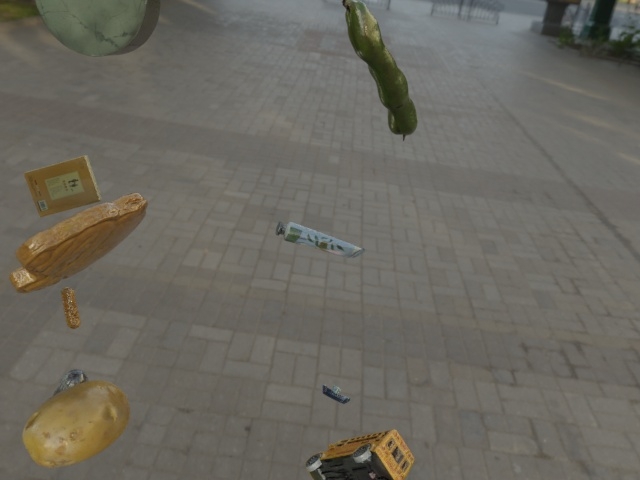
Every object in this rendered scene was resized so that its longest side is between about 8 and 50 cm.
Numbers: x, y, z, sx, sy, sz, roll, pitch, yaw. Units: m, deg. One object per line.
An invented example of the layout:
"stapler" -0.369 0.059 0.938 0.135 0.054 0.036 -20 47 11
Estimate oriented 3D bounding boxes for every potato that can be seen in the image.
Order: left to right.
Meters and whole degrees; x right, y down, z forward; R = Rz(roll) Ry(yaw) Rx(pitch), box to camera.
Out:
"potato" -0.493 0.373 1.173 0.150 0.146 0.234 59 29 -1

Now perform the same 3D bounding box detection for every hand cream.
"hand cream" 0.000 0.000 1.586 0.255 0.088 0.055 16 64 -16

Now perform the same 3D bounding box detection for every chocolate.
"chocolate" -0.666 0.402 1.502 0.072 0.167 0.072 27 33 -19

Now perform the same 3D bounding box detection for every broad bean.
"broad bean" 0.090 -0.227 0.789 0.052 0.256 0.053 -42 49 -1

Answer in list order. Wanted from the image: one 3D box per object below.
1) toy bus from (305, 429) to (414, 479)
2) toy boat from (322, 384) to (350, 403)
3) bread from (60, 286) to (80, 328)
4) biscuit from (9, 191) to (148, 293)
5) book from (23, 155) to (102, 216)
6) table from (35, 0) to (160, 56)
"toy bus" 0.052 0.322 0.812 0.074 0.162 0.070 -35 92 -46
"toy boat" 0.039 0.391 1.454 0.083 0.038 0.038 20 29 27
"bread" -0.918 0.248 2.079 0.052 0.157 0.044 -7 5 25
"biscuit" -0.557 0.014 1.312 0.057 0.312 0.351 51 29 2
"book" -0.642 -0.134 1.410 0.172 0.118 0.012 -13 12 8
"table" -0.252 -0.279 0.643 0.133 0.134 0.043 12 20 5
